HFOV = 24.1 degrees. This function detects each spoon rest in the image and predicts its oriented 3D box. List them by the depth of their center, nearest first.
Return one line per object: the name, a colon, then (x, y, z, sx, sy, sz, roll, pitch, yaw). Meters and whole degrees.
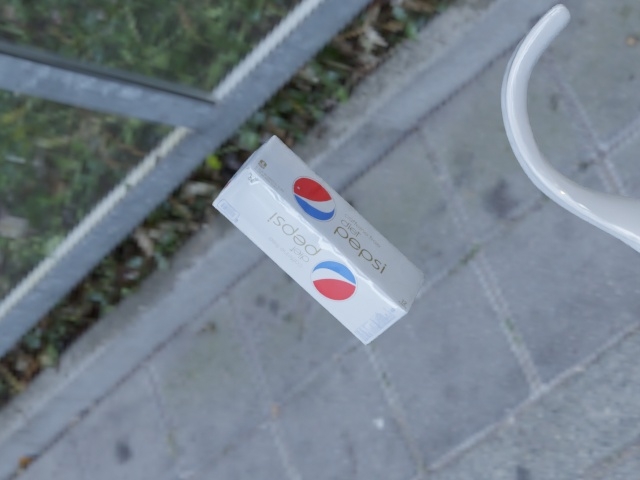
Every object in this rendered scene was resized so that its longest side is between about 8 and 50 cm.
spoon rest: (0.205, -0.018, 0.949, 0.084, 0.137, 0.276, -39, 90, 3)

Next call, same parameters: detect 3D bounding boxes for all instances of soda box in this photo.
soda box: (0.000, 0.000, 1.505, 0.216, 0.074, 0.069, 43, 127, -8)
